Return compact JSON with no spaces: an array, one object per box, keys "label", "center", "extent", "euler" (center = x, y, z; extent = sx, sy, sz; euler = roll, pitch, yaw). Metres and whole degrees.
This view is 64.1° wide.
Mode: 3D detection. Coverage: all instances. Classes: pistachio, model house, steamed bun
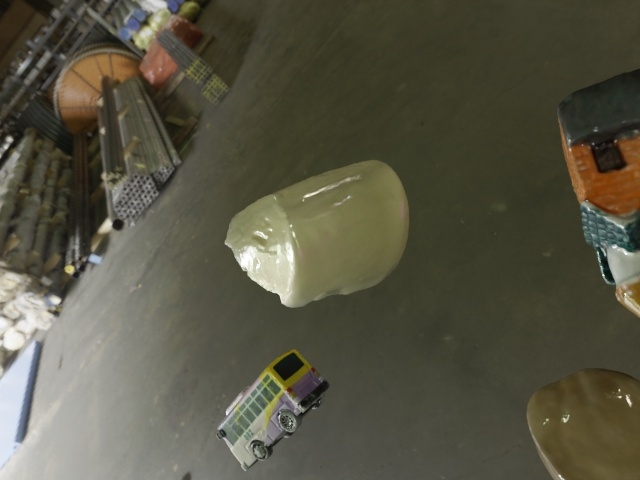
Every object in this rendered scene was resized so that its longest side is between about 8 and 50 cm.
[{"label":"pistachio","center":[0.236,0.174,0.386],"extent":[0.185,0.126,0.108],"euler":[-118,37,-59]},{"label":"model house","center":[0.450,-0.037,0.680],"extent":[0.190,0.271,0.301],"euler":[-12,60,26]},{"label":"steamed bun","center":[0.000,0.000,0.697],"extent":[0.225,0.170,0.200],"euler":[-20,5,-26]}]

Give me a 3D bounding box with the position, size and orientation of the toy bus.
[{"label":"toy bus","center":[-0.044,0.148,0.447],"extent":[0.058,0.052,0.102],"euler":[46,119,14]}]
